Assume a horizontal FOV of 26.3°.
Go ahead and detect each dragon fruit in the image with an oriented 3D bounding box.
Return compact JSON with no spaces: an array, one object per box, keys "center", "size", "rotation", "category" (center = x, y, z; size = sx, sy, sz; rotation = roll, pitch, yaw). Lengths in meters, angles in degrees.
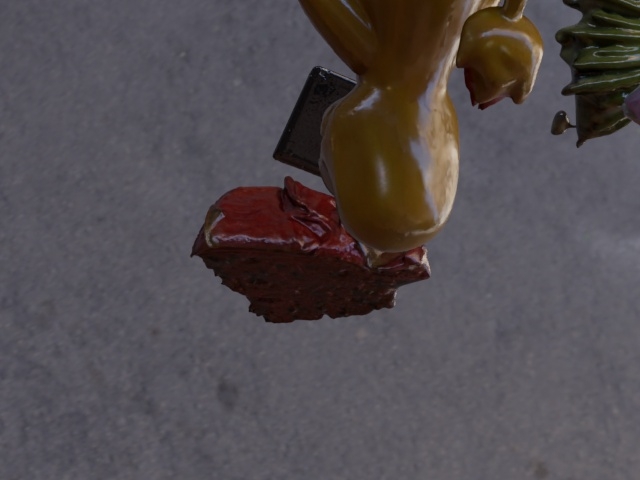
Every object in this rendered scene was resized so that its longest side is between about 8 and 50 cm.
[{"center":[0.000,-0.003,0.838],"size":[0.097,0.131,0.063],"rotation":[54,36,-47],"category":"dragon fruit"}]

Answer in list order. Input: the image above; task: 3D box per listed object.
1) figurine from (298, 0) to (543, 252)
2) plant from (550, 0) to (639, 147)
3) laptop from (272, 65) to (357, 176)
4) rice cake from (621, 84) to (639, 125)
[{"center":[0.046,-0.078,0.580],"size":[0.121,0.122,0.176],"rotation":[-3,107,-33],"category":"figurine"},{"center":[0.464,-0.227,1.735],"size":[0.180,0.334,0.251],"rotation":[-7,105,-73],"category":"plant"},{"center":[0.045,-0.127,1.682],"size":[0.180,0.129,0.016],"rotation":[20,15,-20],"category":"laptop"},{"center":[0.314,-0.099,0.935],"size":[0.189,0.037,0.198],"rotation":[34,51,16],"category":"rice cake"}]
